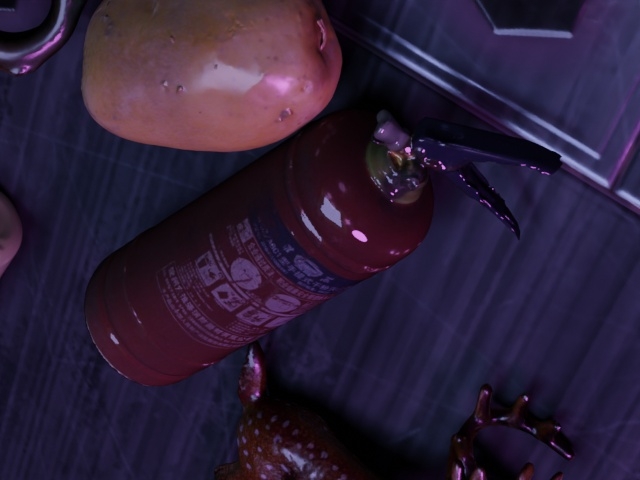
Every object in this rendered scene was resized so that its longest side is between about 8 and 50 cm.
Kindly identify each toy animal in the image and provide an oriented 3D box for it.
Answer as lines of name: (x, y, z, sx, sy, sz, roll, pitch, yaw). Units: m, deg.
toy animal: (0.031, 0.174, 1.254, 0.243, 0.087, 0.260, 28, 133, 15)

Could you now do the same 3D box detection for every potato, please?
potato: (-0.069, -0.113, 1.123, 0.178, 0.109, 0.119, 1, 91, 30)

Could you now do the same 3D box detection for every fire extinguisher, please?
fire extinguisher: (0.000, 0.000, 1.164, 0.138, 0.102, 0.344, 38, 136, -24)

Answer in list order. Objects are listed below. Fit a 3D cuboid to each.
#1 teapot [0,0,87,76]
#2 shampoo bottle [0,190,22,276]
teapot: (-0.235, -0.231, 1.146, 0.182, 0.173, 0.269, -33, 108, 17)
shampoo bottle: (-0.286, 0.027, 1.379, 0.079, 0.079, 0.162, 44, 132, 3)
